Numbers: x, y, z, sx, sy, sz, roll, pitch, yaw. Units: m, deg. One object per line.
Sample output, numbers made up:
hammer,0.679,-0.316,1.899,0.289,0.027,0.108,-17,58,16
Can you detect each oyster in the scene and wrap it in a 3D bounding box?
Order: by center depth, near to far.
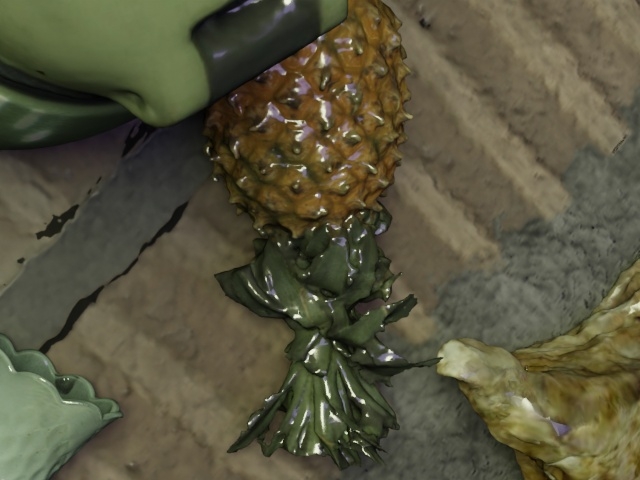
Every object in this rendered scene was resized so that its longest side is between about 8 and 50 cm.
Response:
oyster,0.244,0.111,0.766,0.396,0.111,0.204,-13,103,-26

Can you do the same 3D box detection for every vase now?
vase,-0.167,0.127,0.603,0.081,0.081,0.149,32,86,-23

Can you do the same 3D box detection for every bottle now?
bottle,-0.101,-0.118,0.461,0.168,0.347,0.168,-1,94,-23

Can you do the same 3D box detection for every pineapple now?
pineapple,0.000,0.000,0.645,0.125,0.125,0.251,-9,102,-23
